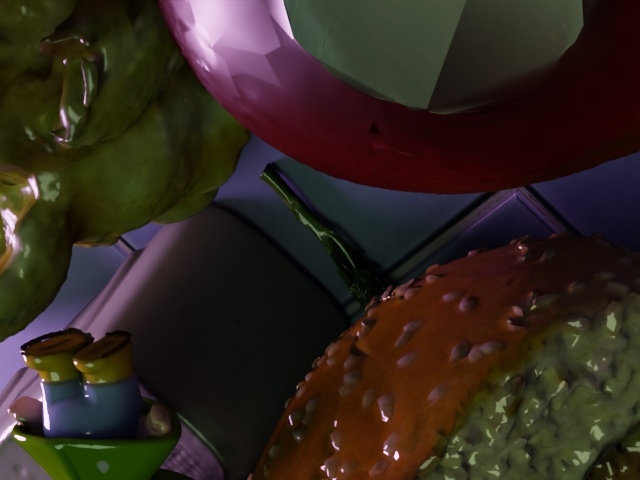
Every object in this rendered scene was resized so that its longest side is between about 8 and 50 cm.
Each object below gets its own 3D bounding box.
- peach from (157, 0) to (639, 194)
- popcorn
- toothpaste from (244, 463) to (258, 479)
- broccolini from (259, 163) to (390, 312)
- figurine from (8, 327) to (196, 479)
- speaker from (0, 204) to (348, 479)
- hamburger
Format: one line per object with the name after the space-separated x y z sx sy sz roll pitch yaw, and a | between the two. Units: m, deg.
0.083 -0.187 0.821 0.406 0.310 0.335 -6 124 32 | peach
-0.197 -0.083 1.050 0.321 0.290 0.326 -12 74 20 | popcorn
0.060 0.304 1.343 0.336 0.081 0.067 40 135 -14 | toothpaste
0.000 0.000 1.200 0.140 0.035 0.030 47 129 -9 | broccolini
-0.145 0.192 1.117 0.162 0.143 0.263 -2 107 21 | figurine
-0.171 0.159 1.318 0.183 0.184 0.406 42 133 -7 | speaker
0.090 0.170 1.090 0.268 0.287 0.445 25 103 -28 | hamburger
